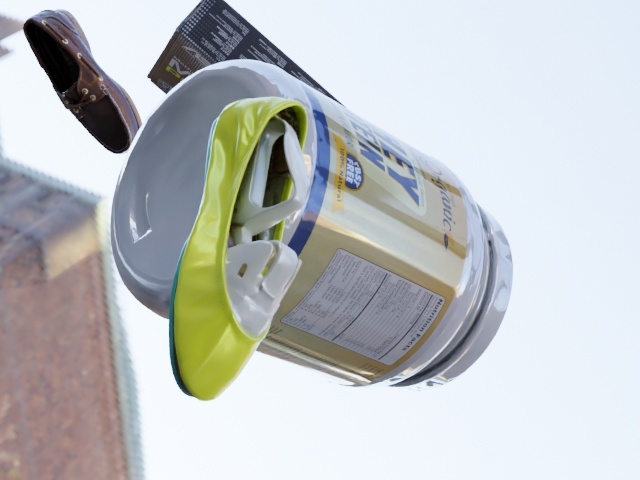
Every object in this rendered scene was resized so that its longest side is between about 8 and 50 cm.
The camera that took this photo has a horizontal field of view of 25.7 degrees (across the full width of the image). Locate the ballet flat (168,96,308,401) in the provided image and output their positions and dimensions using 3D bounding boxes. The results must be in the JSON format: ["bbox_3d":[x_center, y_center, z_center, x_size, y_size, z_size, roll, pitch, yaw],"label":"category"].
[{"bbox_3d":[-0.048,-0.004,0.949,0.077,0.231,0.077,-11,-36,29],"label":"ballet flat"}]

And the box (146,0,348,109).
[{"bbox_3d":[-0.050,-0.127,1.473,0.270,0.060,0.216,41,-14,-8],"label":"box"}]

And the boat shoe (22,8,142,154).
[{"bbox_3d":[-0.300,-0.193,1.748,0.073,0.073,0.207,-34,-87,24],"label":"boat shoe"}]

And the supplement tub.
[{"bbox_3d":[0.000,0.000,1.234,0.228,0.228,0.316,-8,-24,44],"label":"supplement tub"}]
